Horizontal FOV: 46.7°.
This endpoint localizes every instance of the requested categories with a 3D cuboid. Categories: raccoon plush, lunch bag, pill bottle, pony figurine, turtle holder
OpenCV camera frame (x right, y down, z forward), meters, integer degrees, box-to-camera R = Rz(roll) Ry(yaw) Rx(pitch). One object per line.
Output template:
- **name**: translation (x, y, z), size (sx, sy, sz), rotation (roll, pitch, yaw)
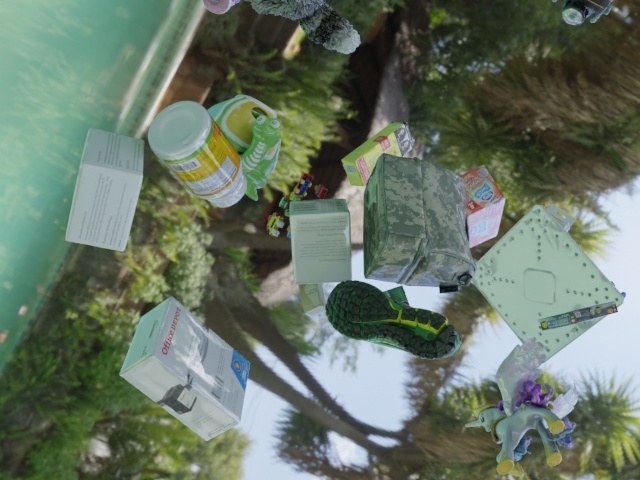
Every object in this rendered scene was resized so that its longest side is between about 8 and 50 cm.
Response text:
- **raccoon plush**: translation (-0.016, -0.678, 1.872), size (0.299, 0.446, 0.216), rotation (0, -111, 66)
- **lunch bag**: translation (0.245, -0.037, 1.813), size (0.212, 0.256, 0.305), rotation (109, -15, -55)
- **pill bottle**: translation (-0.249, -0.172, 1.581), size (0.136, 0.136, 0.245), rotation (-67, 153, -19)
- **pony figurine**: translation (0.610, 0.517, 2.203), size (0.351, 0.303, 0.363), rotation (-40, -165, 5)
- **turtle holder**: translation (-0.218, -0.257, 1.899), size (0.227, 0.243, 0.320), rotation (-62, 177, -7)

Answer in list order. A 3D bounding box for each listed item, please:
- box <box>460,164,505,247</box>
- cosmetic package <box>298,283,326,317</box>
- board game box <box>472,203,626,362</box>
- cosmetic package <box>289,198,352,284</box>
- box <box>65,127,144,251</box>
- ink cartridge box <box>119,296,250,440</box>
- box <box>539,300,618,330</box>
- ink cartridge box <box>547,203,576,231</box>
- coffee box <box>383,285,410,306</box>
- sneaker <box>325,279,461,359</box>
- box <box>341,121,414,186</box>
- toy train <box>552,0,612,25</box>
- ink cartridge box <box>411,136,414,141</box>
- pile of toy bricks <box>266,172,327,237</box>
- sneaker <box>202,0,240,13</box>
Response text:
- **box**: translation (0.534, -0.108, 2.588), size (0.142, 0.154, 0.300), rotation (-26, 156, -4)
- **cosmetic package**: translation (-0.023, 0.151, 2.084), size (0.060, 0.041, 0.115), rotation (-26, -125, 16)
- **board game box**: translation (0.711, 0.140, 2.373), size (0.050, 0.390, 0.390), rotation (-20, 156, -43)
- **cosmetic package**: translation (0.000, 0.000, 1.903), size (0.151, 0.151, 0.183), rotation (-96, -177, -72)
- **box**: translation (-0.436, -0.105, 1.511), size (0.181, 0.119, 0.182), rotation (-109, -144, -58)
- **ink cartridge box**: translation (-0.340, 0.331, 1.917), size (0.129, 0.307, 0.223), rotation (-33, -153, 24)
- **box**: translation (0.539, 0.158, 1.548), size (0.094, 0.137, 0.027), rotation (-27, -106, 56)
- **ink cartridge box**: translation (0.752, -0.039, 2.466), size (0.181, 0.104, 0.061), rotation (-50, 153, -2)
- **coffee box**: translation (0.203, 0.230, 2.448), size (0.040, 0.184, 0.113), rotation (80, -8, -73)
- **sneaker**: translation (0.163, 0.198, 1.725), size (0.134, 0.344, 0.146), rotation (-65, 153, -6)
- **box**: translation (0.163, -0.244, 2.071), size (0.232, 0.087, 0.058), rotation (-38, -150, -31)
- **toy train**: translation (0.624, -0.619, 1.596), size (0.334, 0.142, 0.190), rotation (-58, 177, -18)
- **ink cartridge box**: translation (0.200, -0.266, 2.326), size (0.198, 0.067, 0.115), rotation (-52, 158, 7)
- **pile of toy bricks**: translation (-0.074, -0.108, 2.208), size (0.212, 0.118, 0.105), rotation (-60, -148, 15)
- **sneaker**: translation (-0.225, -0.660, 1.750), size (0.104, 0.095, 0.236), rotation (-34, 131, -56)
